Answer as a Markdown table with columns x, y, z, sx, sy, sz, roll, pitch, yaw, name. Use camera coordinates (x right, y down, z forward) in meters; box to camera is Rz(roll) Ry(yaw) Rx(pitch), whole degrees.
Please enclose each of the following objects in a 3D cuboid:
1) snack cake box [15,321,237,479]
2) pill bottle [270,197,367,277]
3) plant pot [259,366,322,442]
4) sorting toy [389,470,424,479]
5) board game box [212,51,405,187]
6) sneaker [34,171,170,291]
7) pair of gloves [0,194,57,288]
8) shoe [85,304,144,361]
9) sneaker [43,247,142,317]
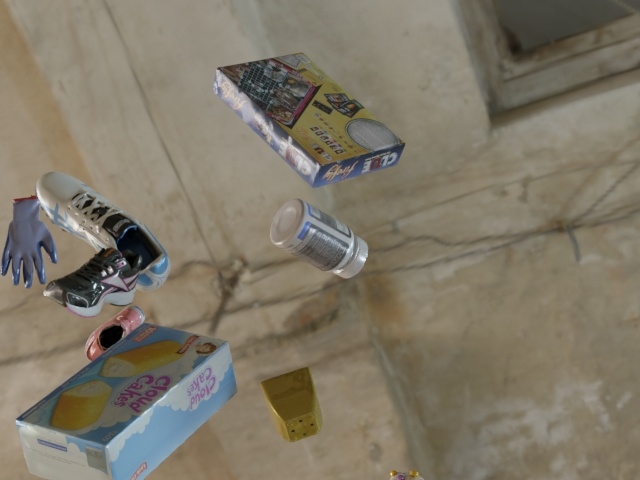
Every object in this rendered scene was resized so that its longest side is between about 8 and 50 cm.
| x | y | z | sx | sy | sz | roll | pitch | yaw | name |
| --- | --- | --- | --- | --- | --- | --- | --- | --- | --- |
| -0.248 | 0.217 | 1.340 | 0.152 | 0.089 | 0.264 | 7 | -153 | 29 | snack cake box |
| 0.000 | 0.000 | 1.500 | 0.078 | 0.137 | 0.078 | -34 | -140 | 35 | pill bottle |
| -0.038 | 0.258 | 1.546 | 0.081 | 0.081 | 0.083 | -17 | -143 | -6 | plant pot |
| 0.144 | 0.455 | 1.835 | 0.083 | 0.045 | 0.075 | -8 | -158 | 29 | sorting toy |
| -0.019 | -0.178 | 1.455 | 0.165 | 0.042 | 0.243 | -18 | -129 | -39 | board game box |
| -0.306 | -0.025 | 1.445 | 0.085 | 0.237 | 0.086 | -45 | 172 | -38 | sneaker |
| -0.540 | 0.005 | 1.682 | 0.198 | 0.159 | 0.023 | -5 | 172 | -8 | pair of gloves |
| -0.430 | 0.200 | 2.036 | 0.178 | 0.063 | 0.081 | -40 | -177 | 27 | shoe |
| -0.292 | 0.044 | 1.319 | 0.072 | 0.077 | 0.178 | 27 | -167 | 11 | sneaker |
